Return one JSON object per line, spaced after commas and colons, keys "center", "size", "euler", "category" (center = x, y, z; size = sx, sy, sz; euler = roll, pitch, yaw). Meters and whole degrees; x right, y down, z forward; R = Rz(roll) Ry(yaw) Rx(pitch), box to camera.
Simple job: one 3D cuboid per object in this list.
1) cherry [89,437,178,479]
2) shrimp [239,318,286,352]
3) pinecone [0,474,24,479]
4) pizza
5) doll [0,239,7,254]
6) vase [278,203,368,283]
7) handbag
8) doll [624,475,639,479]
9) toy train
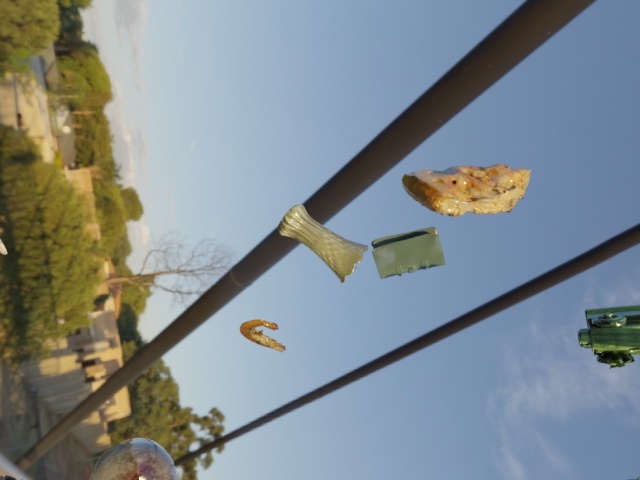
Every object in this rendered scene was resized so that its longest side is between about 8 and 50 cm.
{"center": [-0.475, 0.637, 1.261], "size": [0.255, 0.218, 0.296], "euler": [69, -21, -3], "category": "cherry"}
{"center": [-0.099, 0.184, 0.956], "size": [0.083, 0.114, 0.023], "euler": [-34, -147, 38], "category": "shrimp"}
{"center": [-0.490, 0.402, 0.678], "size": [0.179, 0.195, 0.150], "euler": [57, 11, -1], "category": "pinecone"}
{"center": [0.337, -0.117, 1.061], "size": [0.189, 0.296, 0.071], "euler": [-112, -159, -61], "category": "pizza"}
{"center": [-0.520, 0.019, 0.734], "size": [0.058, 0.085, 0.040], "euler": [35, -40, 2], "category": "doll"}
{"center": [0.000, 0.000, 0.848], "size": [0.148, 0.081, 0.081], "euler": [35, -34, 0], "category": "vase"}
{"center": [0.285, 0.044, 1.606], "size": [0.057, 0.221, 0.144], "euler": [-88, 161, -59], "category": "handbag"}
{"center": [0.824, 0.708, 1.359], "size": [0.104, 0.194, 0.062], "euler": [54, 2, -31], "category": "doll"}
{"center": [0.752, 0.207, 1.121], "size": [0.300, 0.202, 0.120], "euler": [-11, -93, 28], "category": "toy train"}
